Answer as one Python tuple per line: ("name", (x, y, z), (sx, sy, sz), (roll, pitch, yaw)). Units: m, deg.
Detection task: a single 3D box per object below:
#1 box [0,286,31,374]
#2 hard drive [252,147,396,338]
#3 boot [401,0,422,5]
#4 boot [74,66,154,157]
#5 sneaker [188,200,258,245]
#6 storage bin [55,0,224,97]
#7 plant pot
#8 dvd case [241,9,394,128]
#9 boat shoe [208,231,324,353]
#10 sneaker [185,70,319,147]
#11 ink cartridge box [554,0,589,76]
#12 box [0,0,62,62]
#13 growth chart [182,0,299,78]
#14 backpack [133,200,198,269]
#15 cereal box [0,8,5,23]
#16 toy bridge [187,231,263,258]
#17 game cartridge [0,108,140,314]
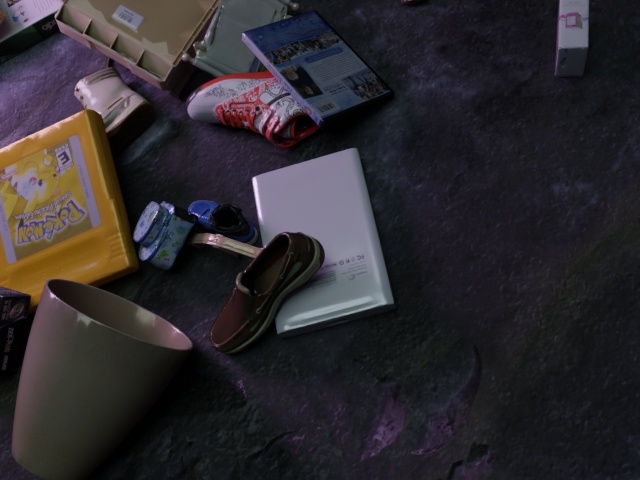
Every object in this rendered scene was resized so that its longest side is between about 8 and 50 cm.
("box", (-0.631, 0.150, 1.460), (0.180, 0.077, 0.147), (12, 92, 20))
("hard drive", (0.000, 0.000, 1.406), (0.203, 0.040, 0.308), (-15, 63, 8))
("boot", (0.209, -0.517, 1.590), (0.106, 0.037, 0.114), (-11, 60, 25))
("boot", (-0.457, -0.243, 1.624), (0.213, 0.077, 0.165), (-41, 61, -6))
("sneaker", (-0.186, -0.046, 1.452), (0.152, 0.084, 0.058), (29, 76, 25))
("storage bin", (-0.345, -0.458, 1.614), (0.262, 0.123, 0.260), (30, 76, 0))
("plant pot", (-0.382, 0.239, 1.304), (0.256, 0.256, 0.274), (27, 91, 24))
("dvd case", (-0.004, -0.326, 1.506), (0.180, 0.022, 0.253), (-26, 65, -32))
("boat shoe", (-0.111, 0.080, 1.331), (0.257, 0.095, 0.095), (-50, 52, 12))
("sneaker", (-0.125, -0.239, 1.519), (0.270, 0.090, 0.145), (-12, 57, 6))
("ink cartridge box", (0.444, -0.363, 1.427), (0.052, 0.088, 0.123), (4, 67, 14))
("box", (-0.643, -0.562, 1.833), (0.322, 0.058, 0.232), (-29, 62, 2))
("growth chart", (-0.146, -0.406, 1.585), (0.021, 0.172, 0.237), (1, 62, 62))
("backpack", (-0.287, -0.012, 1.449), (0.105, 0.084, 0.114), (23, 89, 63))
("cereal box", (-0.804, -0.453, 1.782), (0.240, 0.047, 0.173), (-48, 58, 14))
("toy bridge", (-0.164, 0.009, 1.409), (0.188, 0.063, 0.026), (12, 78, 34))
("game cartridge", (-0.503, -0.048, 1.510), (0.285, 0.052, 0.324), (-22, 73, 13))
